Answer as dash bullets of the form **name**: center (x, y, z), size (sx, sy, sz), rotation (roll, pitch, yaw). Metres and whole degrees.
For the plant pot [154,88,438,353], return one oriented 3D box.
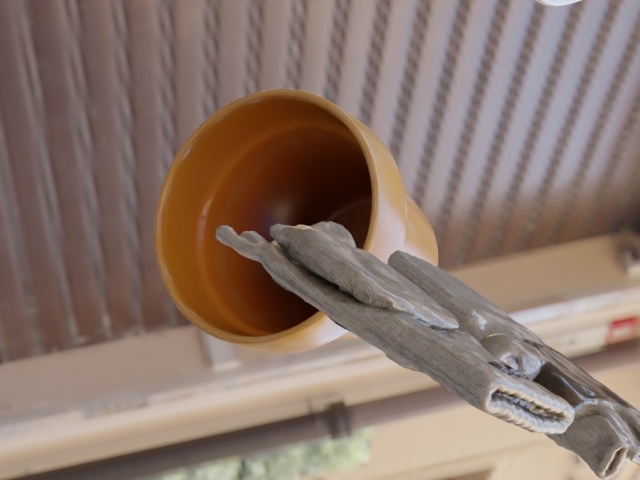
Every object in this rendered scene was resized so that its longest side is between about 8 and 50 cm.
- **plant pot**: center (0.000, 0.000, 1.462), size (0.188, 0.205, 0.205), rotation (24, 46, -57)

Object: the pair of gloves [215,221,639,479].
- **pair of gloves**: center (0.074, 0.058, 0.932), size (0.204, 0.042, 0.240), rotation (37, 9, 35)

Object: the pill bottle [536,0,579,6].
- **pill bottle**: center (0.092, -0.246, 1.065), size (0.221, 0.124, 0.124), rotation (42, -29, 28)
